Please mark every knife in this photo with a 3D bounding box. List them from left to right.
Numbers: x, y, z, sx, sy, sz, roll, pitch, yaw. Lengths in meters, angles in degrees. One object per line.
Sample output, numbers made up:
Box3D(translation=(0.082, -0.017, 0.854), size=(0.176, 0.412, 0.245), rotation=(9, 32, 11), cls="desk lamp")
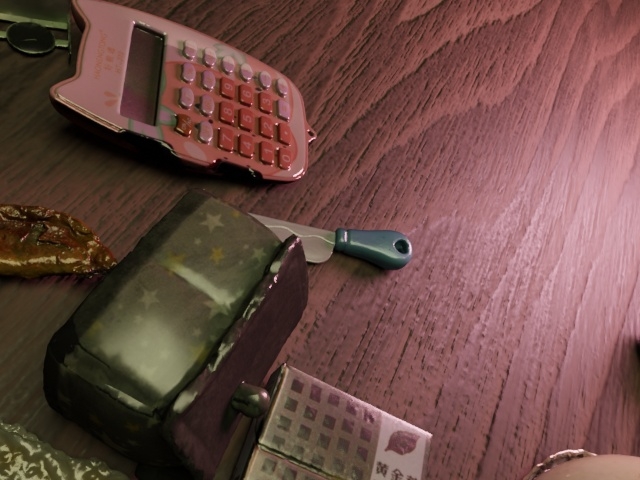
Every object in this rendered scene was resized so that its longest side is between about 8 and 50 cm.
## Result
Box3D(translation=(0.001, 0.002, 0.714), size=(0.244, 0.032, 0.058), rotation=(8, 66, -18), cls="knife")

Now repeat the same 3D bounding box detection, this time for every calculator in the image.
Box3D(translation=(-0.151, -0.173, 0.725), size=(0.330, 0.048, 0.220), rotation=(14, 53, -27), cls="calculator")

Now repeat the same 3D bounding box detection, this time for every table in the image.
Box3D(translation=(-0.374, -0.299, 0.686), size=(0.146, 0.062, 0.175), rotation=(0, 58, -28), cls="table")

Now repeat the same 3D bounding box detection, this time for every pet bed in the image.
Box3D(translation=(-0.104, 0.086, 0.502), size=(0.159, 0.183, 0.211), rotation=(34, 50, 1), cls="pet bed")

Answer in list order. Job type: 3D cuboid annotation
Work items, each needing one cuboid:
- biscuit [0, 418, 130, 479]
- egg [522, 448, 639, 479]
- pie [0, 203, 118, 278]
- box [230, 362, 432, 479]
Box3D(translation=(-0.276, 0.195, 0.437), size=(0.290, 0.038, 0.141), rotation=(30, 52, -5), cls="biscuit")
Box3D(translation=(0.327, 0.339, 0.573), size=(0.286, 0.174, 0.264), rotation=(-33, 75, -35), cls="egg")
Box3D(translation=(-0.292, 0.002, 0.556), size=(0.191, 0.033, 0.088), rotation=(2, 53, -20), cls="pie")
Box3D(translation=(-0.013, 0.289, 0.509), size=(0.180, 0.047, 0.325), rotation=(28, 52, -9), cls="box")
